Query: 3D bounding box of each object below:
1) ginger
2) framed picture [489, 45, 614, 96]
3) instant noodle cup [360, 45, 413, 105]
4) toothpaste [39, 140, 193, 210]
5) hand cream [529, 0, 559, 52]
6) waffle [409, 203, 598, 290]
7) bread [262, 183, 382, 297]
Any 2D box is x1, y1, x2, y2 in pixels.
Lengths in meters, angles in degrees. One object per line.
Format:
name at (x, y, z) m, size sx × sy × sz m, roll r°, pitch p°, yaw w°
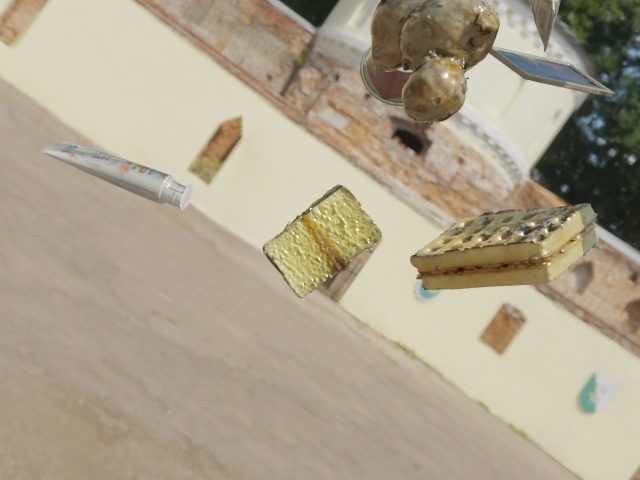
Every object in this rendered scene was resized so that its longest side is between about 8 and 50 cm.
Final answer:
ginger at (0.205, -0.408, 1.755) m, size 0.176 × 0.256 × 0.375 m, roll 22°, pitch 26°, yaw -37°
framed picture at (0.598, -0.442, 2.304) m, size 0.290 × 0.020 × 0.211 m, roll 6°, pitch 30°, yaw -26°
instant noodle cup at (0.243, -0.541, 2.619) m, size 0.235 × 0.234 × 0.178 m, roll 35°, pitch -16°, yaw 6°
toothpaste at (-0.427, -0.145, 1.856) m, size 0.323 × 0.066 × 0.100 m, roll 21°, pitch 23°, yaw 8°
hand cream at (0.425, -0.527, 1.681) m, size 0.089 × 0.314 × 0.139 m, roll 1°, pitch -18°, yaw 7°
waffle at (0.419, 0.017, 2.036) m, size 0.376 × 0.261 × 0.113 m, roll -6°, pitch -74°, yaw 47°
bread at (0.000, 0.000, 2.155) m, size 0.178 × 0.266 × 0.142 m, roll 53°, pitch 0°, yaw -9°
